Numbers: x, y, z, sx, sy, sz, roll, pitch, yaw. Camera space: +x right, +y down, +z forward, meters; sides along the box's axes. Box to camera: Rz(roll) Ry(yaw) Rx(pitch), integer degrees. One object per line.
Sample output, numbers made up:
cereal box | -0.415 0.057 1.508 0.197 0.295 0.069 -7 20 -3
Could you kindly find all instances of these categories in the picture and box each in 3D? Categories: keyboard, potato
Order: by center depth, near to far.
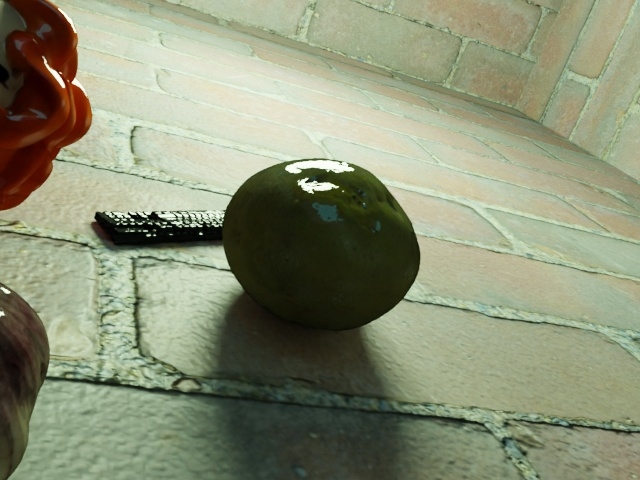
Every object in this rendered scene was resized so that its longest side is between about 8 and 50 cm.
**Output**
potato | 0.000 0.000 0.635 0.178 0.160 0.235 45 8 -2
keyboard | -0.144 -0.019 0.728 0.195 0.018 0.060 -3 29 -45

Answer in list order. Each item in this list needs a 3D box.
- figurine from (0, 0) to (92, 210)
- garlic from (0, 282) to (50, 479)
figurine | -0.329 -0.136 0.439 0.306 0.412 0.241 -36 81 -16
garlic | -0.222 0.062 0.356 0.147 0.102 0.159 -10 40 -39
